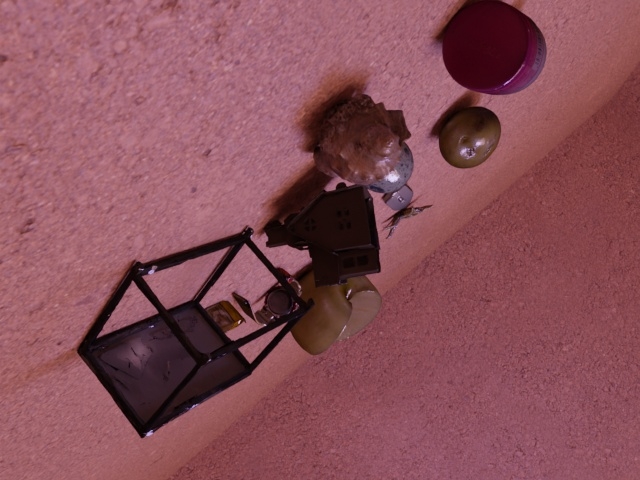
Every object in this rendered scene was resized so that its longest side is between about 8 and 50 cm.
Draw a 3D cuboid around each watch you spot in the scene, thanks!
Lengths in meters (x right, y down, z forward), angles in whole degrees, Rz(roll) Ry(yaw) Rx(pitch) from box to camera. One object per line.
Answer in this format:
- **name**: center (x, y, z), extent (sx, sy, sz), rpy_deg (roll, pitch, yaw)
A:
- **watch**: center (-0.137, 0.147, 1.909), extent (0.165, 0.102, 0.268), rpy_deg (-46, 158, -11)

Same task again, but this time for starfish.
- **starfish**: center (0.297, -0.084, 2.423), extent (0.208, 0.053, 0.176), rpy_deg (-35, 175, -22)

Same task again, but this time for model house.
- **model house**: center (0.000, 0.000, 1.547), extent (0.243, 0.205, 0.211), rpy_deg (-9, 173, 10)

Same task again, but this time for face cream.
- **face cream**: center (0.357, -0.383, 1.423), extent (0.175, 0.175, 0.195), rpy_deg (-48, 163, 25)

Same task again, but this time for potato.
- **potato**: center (0.418, -0.286, 1.944), extent (0.174, 0.159, 0.251), rpy_deg (-22, -176, 22)

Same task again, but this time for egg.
- **egg**: center (0.133, -0.171, 1.551), extent (0.132, 0.132, 0.172), rpy_deg (-47, 156, 21)

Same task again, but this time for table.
- **table**: center (-0.237, 0.168, 1.390), extent (0.272, 0.222, 0.335), rpy_deg (-49, 165, 32)

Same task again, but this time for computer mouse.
- **computer mouse**: center (0.243, -0.131, 2.145), extent (0.089, 0.056, 0.181), rpy_deg (-49, 165, 8)

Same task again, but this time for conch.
- **conch**: center (0.069, -0.183, 1.313), extent (0.178, 0.163, 0.245), rpy_deg (-15, -176, -30)

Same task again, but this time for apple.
- **apple**: center (0.022, 0.202, 2.178), extent (0.295, 0.233, 0.258), rpy_deg (-25, 165, -44)

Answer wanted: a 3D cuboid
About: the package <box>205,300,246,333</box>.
- **package**: center (-0.238, 0.192, 1.772), extent (0.131, 0.071, 0.047), rpy_deg (-18, 150, -55)
